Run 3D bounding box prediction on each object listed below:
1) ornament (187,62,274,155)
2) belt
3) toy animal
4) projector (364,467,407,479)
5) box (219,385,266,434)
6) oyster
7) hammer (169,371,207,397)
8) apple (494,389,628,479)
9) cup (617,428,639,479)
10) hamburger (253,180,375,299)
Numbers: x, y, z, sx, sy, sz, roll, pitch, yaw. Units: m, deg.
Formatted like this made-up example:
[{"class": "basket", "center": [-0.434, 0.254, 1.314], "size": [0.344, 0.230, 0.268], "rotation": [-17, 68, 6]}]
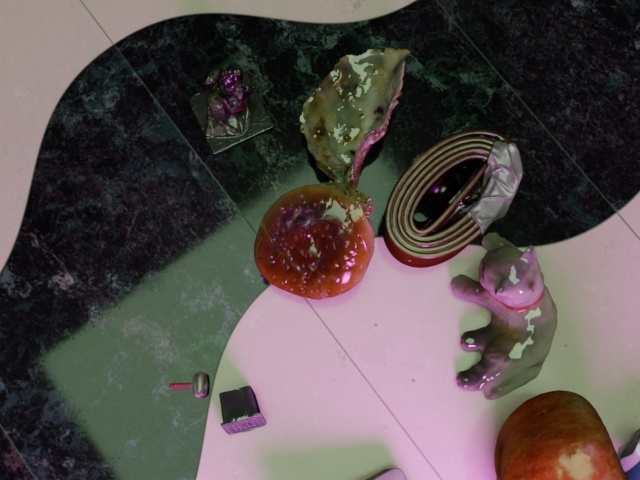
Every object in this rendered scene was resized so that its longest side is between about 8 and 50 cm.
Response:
[{"class": "ornament", "center": [-0.206, -0.315, 1.657], "size": [0.153, 0.196, 0.166], "rotation": [-26, 78, -6]}, {"class": "belt", "center": [0.279, -0.092, 1.650], "size": [0.338, 0.122, 0.217], "rotation": [-43, 80, -8]}, {"class": "toy animal", "center": [0.377, 0.162, 1.574], "size": [0.266, 0.188, 0.308], "rotation": [44, 78, -1]}, {"class": "projector", "center": [0.097, 0.613, 1.495], "size": [0.259, 0.079, 0.257], "rotation": [-20, 79, -28]}, {"class": "box", "center": [-0.162, 0.343, 1.561], "size": [0.084, 0.122, 0.069], "rotation": [-15, 67, -5]}, {"class": "oyster", "center": [0.062, -0.264, 1.708], "size": [0.204, 0.111, 0.396], "rotation": [18, 80, 21]}, {"class": "hammer", "center": [-0.277, 0.303, 1.613], "size": [0.083, 0.031, 0.053], "rotation": [-3, 75, 10]}, {"class": "apple", "center": [0.443, 0.451, 1.464], "size": [0.250, 0.277, 0.309], "rotation": [-20, 63, 12]}, {"class": "cup", "center": [0.677, 0.464, 1.518], "size": [0.173, 0.167, 0.300], "rotation": [43, 103, 15]}, {"class": "hamburger", "center": [0.000, 0.000, 1.594], "size": [0.286, 0.146, 0.243], "rotation": [-27, 89, 17]}]
